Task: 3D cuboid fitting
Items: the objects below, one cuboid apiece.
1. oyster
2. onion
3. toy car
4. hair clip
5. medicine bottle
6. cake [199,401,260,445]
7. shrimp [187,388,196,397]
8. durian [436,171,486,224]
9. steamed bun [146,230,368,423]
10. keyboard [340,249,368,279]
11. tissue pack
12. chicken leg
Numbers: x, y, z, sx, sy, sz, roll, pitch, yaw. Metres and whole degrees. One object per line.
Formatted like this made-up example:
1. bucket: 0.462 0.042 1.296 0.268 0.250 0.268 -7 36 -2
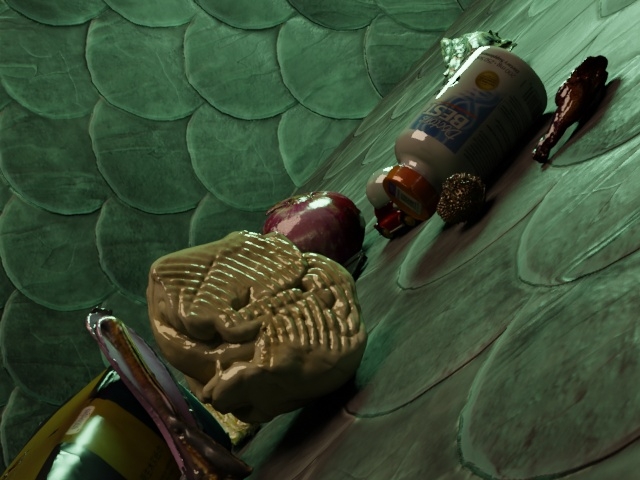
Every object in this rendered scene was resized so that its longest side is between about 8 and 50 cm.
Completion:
1. oyster: 0.328 -0.380 2.448 0.162 0.158 0.351 -13 21 -6
2. onion: -0.004 -0.014 2.203 0.200 0.201 0.207 -44 -24 15
3. toy car: 0.131 -0.079 2.036 0.139 0.112 0.112 -36 13 46
4. hair clip: -0.209 0.228 1.570 0.110 0.359 0.096 -21 -34 -37
5. medicine bottle: 0.225 -0.166 1.836 0.289 0.157 0.157 -48 9 -17
6. cake: -0.137 0.294 1.851 0.080 0.116 0.185 -52 41 -9
7. shrimp: -0.256 0.345 2.091 0.289 0.075 0.178 -44 16 4
8. durian: 0.209 -0.061 1.707 0.091 0.080 0.080 -54 1 40
9. steamed bun: -0.093 0.135 1.608 0.203 0.289 0.276 93 169 -47
10. keyboard: 0.010 0.092 2.135 0.231 0.023 0.072 -38 19 47
11. tissue pack: -0.309 0.378 1.549 0.264 0.253 0.416 -42 11 20
12. chicken leg: 0.368 -0.198 1.663 0.205 0.053 0.093 -43 -18 -35
